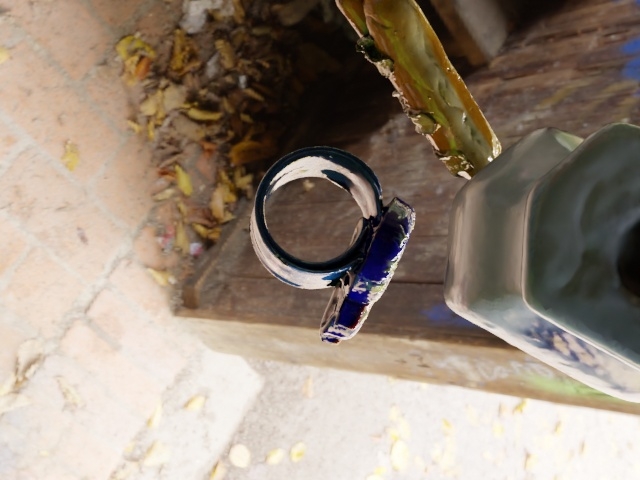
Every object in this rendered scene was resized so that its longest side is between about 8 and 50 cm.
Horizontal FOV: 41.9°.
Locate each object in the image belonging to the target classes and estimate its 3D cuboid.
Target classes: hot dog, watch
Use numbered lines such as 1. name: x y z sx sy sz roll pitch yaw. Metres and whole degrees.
1. hot dog: 0.101 -0.163 0.841 0.072 0.109 0.269 -35 119 9
2. watch: 0.005 -0.008 1.062 0.200 0.171 0.196 30 65 -2

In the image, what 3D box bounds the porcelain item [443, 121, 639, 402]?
1. porcelain item: 0.224 0.023 0.734 0.243 0.405 0.178 27 87 3
